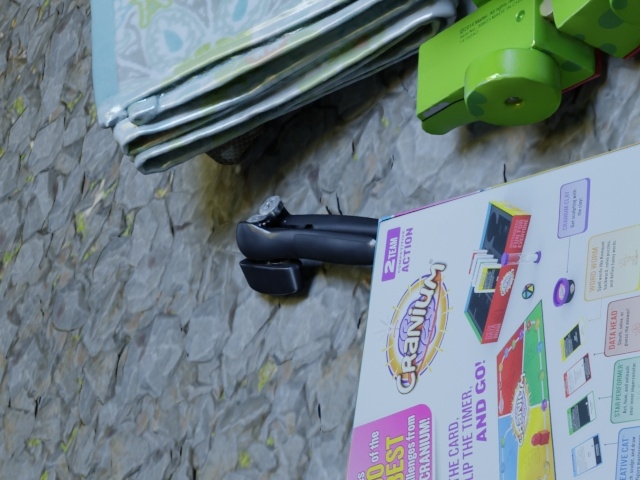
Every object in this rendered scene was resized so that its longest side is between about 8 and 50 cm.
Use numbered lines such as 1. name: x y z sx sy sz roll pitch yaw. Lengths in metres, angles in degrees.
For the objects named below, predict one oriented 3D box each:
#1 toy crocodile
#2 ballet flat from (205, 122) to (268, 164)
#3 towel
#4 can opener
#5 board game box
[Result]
1. toy crocodile: 0.185 -0.160 1.061 0.340 0.105 0.115 -33 46 44
2. ballet flat: -0.060 -0.177 1.424 0.084 0.058 0.250 -11 58 36
3. towel: -0.052 -0.259 1.369 0.320 0.090 0.374 -24 51 20
4. can opener: 0.000 0.000 1.250 0.186 0.073 0.059 -5 28 48
5. board game box: 0.149 0.073 0.992 0.316 0.064 0.242 -16 59 48
